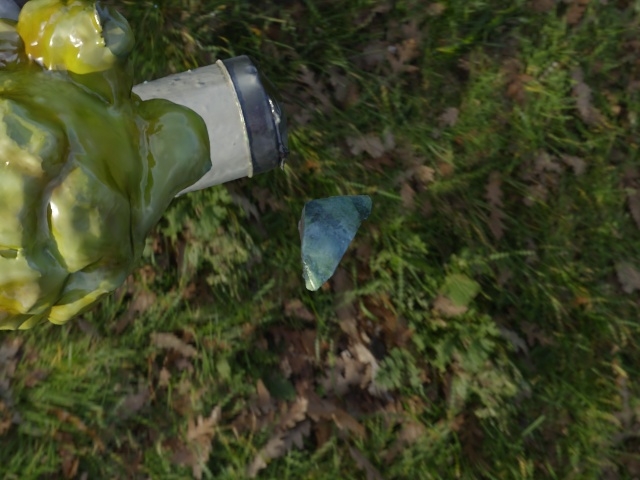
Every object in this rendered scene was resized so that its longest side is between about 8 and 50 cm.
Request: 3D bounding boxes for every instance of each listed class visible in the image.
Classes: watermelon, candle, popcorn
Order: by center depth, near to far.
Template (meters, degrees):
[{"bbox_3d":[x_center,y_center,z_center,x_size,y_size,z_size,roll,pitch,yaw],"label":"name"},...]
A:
[{"bbox_3d":[-0.288,-0.055,1.031,0.274,0.335,0.279,35,59,-17],"label":"popcorn"},{"bbox_3d":[0.003,-0.005,1.408,0.081,0.180,0.094,29,123,-1],"label":"watermelon"},{"bbox_3d":[-0.220,-0.154,1.629,0.330,0.187,0.187,-17,104,-9],"label":"candle"}]

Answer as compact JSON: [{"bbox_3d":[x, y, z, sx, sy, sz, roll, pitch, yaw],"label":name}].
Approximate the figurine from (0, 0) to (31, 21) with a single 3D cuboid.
[{"bbox_3d":[-0.412,-0.519,1.769,0.206,0.365,0.218,6,130,24],"label":"figurine"}]
